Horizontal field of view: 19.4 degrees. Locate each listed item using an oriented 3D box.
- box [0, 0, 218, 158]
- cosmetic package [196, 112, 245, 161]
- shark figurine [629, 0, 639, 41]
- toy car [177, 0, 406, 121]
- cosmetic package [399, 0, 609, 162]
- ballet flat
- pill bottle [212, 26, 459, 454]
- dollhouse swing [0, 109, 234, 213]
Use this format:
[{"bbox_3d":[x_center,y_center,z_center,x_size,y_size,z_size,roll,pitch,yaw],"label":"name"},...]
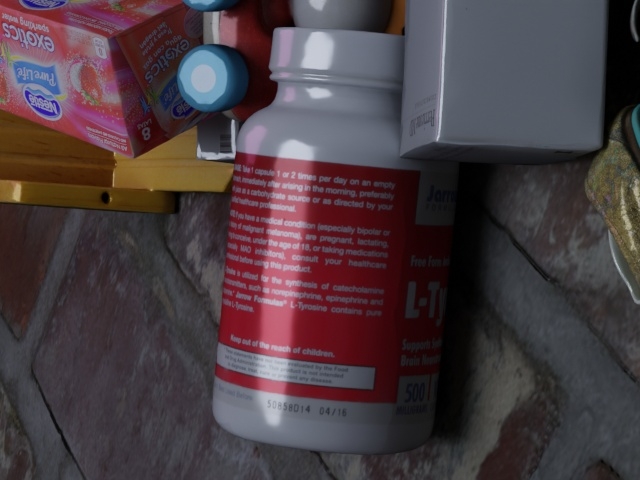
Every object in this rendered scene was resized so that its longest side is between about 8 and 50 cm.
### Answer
[{"bbox_3d":[-0.268,-0.216,2.127,0.300,0.142,0.154,22,132,41],"label":"box"},{"bbox_3d":[-0.099,-0.209,2.171,0.060,0.099,0.239,0,88,26],"label":"cosmetic package"},{"bbox_3d":[0.338,-0.149,1.496,0.116,0.278,0.166,-28,28,18],"label":"shark figurine"},{"bbox_3d":[-0.003,-0.232,2.017,0.238,0.219,0.210,2,96,25],"label":"toy car"},{"bbox_3d":[0.166,-0.263,1.691,0.217,0.156,0.385,153,121,-83],"label":"cosmetic package"},{"bbox_3d":[0.305,0.041,1.560,0.123,0.123,0.349,-53,41,40],"label":"ballet flat"},{"bbox_3d":[0.020,-0.003,1.886,0.229,0.229,0.408,11,97,56],"label":"pill bottle"},{"bbox_3d":[-0.267,-0.211,2.310,0.305,0.315,0.347,-176,90,-67],"label":"dollhouse swing"}]
